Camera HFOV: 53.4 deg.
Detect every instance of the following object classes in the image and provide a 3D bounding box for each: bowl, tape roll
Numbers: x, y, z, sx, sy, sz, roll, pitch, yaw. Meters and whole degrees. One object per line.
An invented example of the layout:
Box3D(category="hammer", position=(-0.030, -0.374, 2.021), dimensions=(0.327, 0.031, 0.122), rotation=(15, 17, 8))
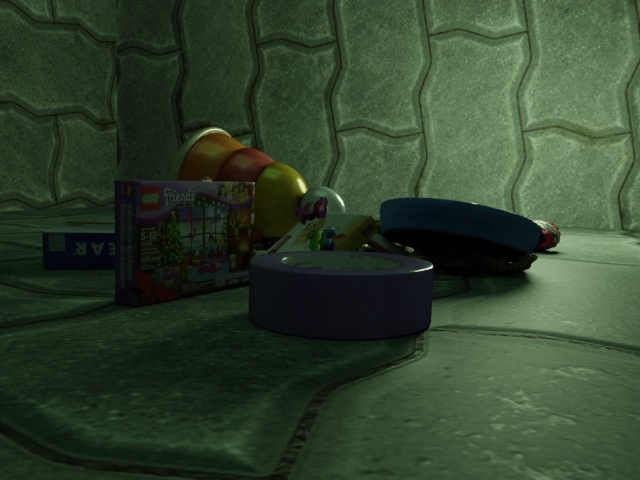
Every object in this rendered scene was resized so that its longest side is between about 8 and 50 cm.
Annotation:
Box3D(category="bowl", position=(0.334, -0.018, 1.566), dimensions=(0.391, 0.077, 0.391), rotation=(11, -8, 2))
Box3D(category="tape roll", position=(0.030, 0.073, 0.960), dimensions=(0.275, 0.090, 0.275), rotation=(1, 6, 0))

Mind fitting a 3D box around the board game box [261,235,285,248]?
Box3D(category="board game box", position=(-0.060, -0.032, 1.942), dimensions=(0.243, 0.042, 0.165), rotation=(0, 29, -12))

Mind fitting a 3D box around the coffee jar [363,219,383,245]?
Box3D(category="coffee jar", position=(0.188, -0.023, 1.986), dimensions=(0.184, 0.079, 0.096), rotation=(1, -12, -1))

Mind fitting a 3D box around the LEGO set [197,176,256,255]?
Box3D(category="LEGO set", position=(-0.235, -0.038, 1.608), dimensions=(0.107, 0.132, 0.287), rotation=(-1, 39, -28))

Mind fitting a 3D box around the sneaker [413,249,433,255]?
Box3D(category="sneaker", position=(0.375, 0.000, 1.827), dimensions=(0.221, 0.087, 0.128), rotation=(4, 7, 8))

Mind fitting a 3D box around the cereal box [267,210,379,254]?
Box3D(category="cereal box", position=(0.000, 0.000, 1.476), dimensions=(0.173, 0.047, 0.240), rotation=(-42, 26, -22))

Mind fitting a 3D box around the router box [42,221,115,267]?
Box3D(category="router box", position=(-0.461, 0.007, 1.535), dimensions=(0.336, 0.082, 0.301), rotation=(0, 6, -12))

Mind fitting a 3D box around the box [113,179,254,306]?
Box3D(category="box", position=(-0.229, -0.005, 1.120), dimensions=(0.057, 0.200, 0.293), rotation=(5, 7, 33))

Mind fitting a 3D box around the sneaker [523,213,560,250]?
Box3D(category="sneaker", position=(0.604, -0.032, 2.030), dimensions=(0.299, 0.120, 0.112), rotation=(5, 9, 29))

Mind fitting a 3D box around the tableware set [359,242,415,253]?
Box3D(category="tableware set", position=(0.190, 0.015, 1.841), dimensions=(0.128, 0.039, 0.194), rotation=(7, 7, 43))

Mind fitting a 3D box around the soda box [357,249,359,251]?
Box3D(category="soda box", position=(0.016, 0.020, 1.608), dimensions=(0.071, 0.067, 0.210), rotation=(-2, 6, -27))

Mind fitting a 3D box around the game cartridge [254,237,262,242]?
Box3D(category="game cartridge", position=(-0.123, -0.028, 2.142), dimensions=(0.198, 0.062, 0.297), rotation=(6, 6, 0))

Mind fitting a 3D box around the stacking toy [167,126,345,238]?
Box3D(category="stacking toy", position=(-0.151, -0.114, 1.779), dimensions=(0.480, 0.350, 0.350), rotation=(13, 9, 21))

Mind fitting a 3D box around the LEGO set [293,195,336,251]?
Box3D(category="LEGO set", position=(-0.029, 0.026, 1.308), dimensions=(0.093, 0.087, 0.227), rotation=(-11, 44, 20))

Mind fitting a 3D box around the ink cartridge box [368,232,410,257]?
Box3D(category="ink cartridge box", position=(0.155, 0.010, 1.536), dimensions=(0.145, 0.045, 0.179), rotation=(32, -3, -11))

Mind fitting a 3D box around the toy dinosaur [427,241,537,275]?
Box3D(category="toy dinosaur", position=(0.352, 0.047, 1.466), dimensions=(0.268, 0.064, 0.118), rotation=(4, -8, 31))
